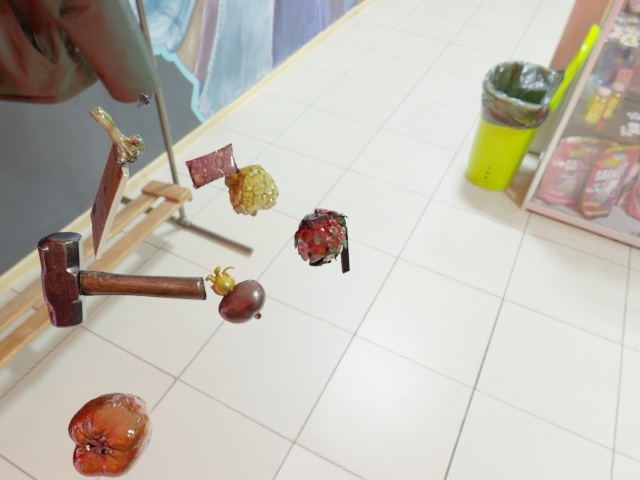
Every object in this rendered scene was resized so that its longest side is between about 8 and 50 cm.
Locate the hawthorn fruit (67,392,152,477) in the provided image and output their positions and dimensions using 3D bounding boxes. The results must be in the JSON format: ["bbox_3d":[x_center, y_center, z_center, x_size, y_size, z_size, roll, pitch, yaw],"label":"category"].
[{"bbox_3d":[-0.523,0.479,1.288,0.208,0.207,0.243,8,7,4],"label":"hawthorn fruit"}]

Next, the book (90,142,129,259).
[{"bbox_3d":[-0.765,-0.157,1.790,0.032,0.388,0.269,9,36,-35],"label":"book"}]

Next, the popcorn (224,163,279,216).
[{"bbox_3d":[-0.294,-0.220,2.064,0.206,0.237,0.251,-33,58,3],"label":"popcorn"}]

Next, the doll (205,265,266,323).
[{"bbox_3d":[-0.236,0.151,1.430,0.145,0.188,0.096,-22,6,-8],"label":"doll"}]

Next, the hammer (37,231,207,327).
[{"bbox_3d":[-0.504,0.114,1.294,0.409,0.242,0.095,4,18,-8],"label":"hammer"}]

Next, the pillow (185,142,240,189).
[{"bbox_3d":[-0.385,-0.264,1.787,0.185,0.043,0.118,-21,87,-1],"label":"pillow"}]

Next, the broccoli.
[{"bbox_3d":[-0.653,-0.341,1.603,0.118,0.204,0.122,-37,24,-3],"label":"broccoli"}]

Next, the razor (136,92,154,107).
[{"bbox_3d":[-0.536,-0.428,1.516,0.066,0.033,0.190,-42,28,-4],"label":"razor"}]

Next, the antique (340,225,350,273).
[{"bbox_3d":[0.082,0.033,1.700,0.031,0.192,0.015,-19,38,-19],"label":"antique"}]

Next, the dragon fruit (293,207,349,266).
[{"bbox_3d":[0.001,-0.009,1.573,0.183,0.182,0.188,9,85,5],"label":"dragon fruit"}]
